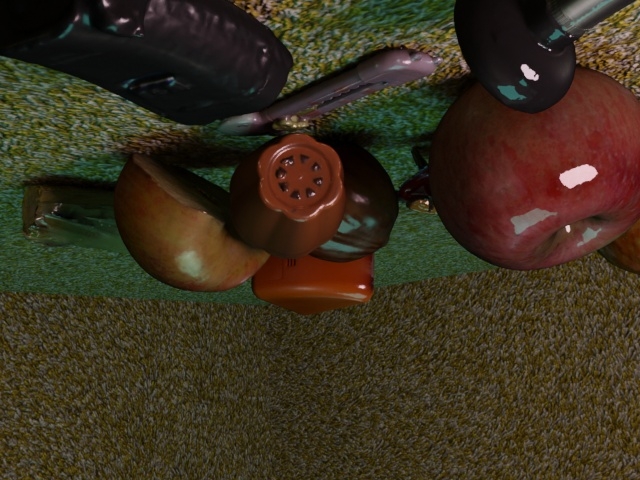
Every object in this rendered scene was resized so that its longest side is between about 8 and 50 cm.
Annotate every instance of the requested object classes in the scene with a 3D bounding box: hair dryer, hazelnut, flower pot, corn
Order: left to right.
[{"bbox_3d":[-0.422,-0.036,1.896,0.123,0.122,0.305,13,-176,43],"label":"corn"},{"bbox_3d":[-0.039,-0.076,1.527,0.190,0.191,0.173,-3,171,-11],"label":"flower pot"},{"bbox_3d":[0.029,-0.070,1.729,0.210,0.186,0.210,-13,141,-11],"label":"hazelnut"},{"bbox_3d":[0.346,-0.236,1.023,0.320,0.156,0.284,-24,150,39],"label":"hair dryer"}]

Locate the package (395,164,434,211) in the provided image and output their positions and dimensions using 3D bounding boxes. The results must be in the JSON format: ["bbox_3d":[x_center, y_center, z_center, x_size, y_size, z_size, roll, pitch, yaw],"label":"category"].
[{"bbox_3d":[0.259,-0.124,1.726,0.269,0.071,0.194,-28,164,33],"label":"package"}]

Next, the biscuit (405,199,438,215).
[{"bbox_3d":[0.290,-0.065,2.068,0.238,0.041,0.212,18,-165,33],"label":"biscuit"}]

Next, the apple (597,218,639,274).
[{"bbox_3d":[0.541,-0.095,1.647,0.277,0.309,0.250,-34,127,-3],"label":"apple"}]

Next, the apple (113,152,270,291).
[{"bbox_3d":[-0.228,-0.012,1.695,0.251,0.163,0.293,38,-170,39],"label":"apple"}]

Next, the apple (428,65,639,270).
[{"bbox_3d":[0.310,-0.116,1.437,0.344,0.269,0.345,-17,156,-8],"label":"apple"}]

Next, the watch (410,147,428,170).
[{"bbox_3d":[0.286,-0.125,1.874,0.164,0.102,0.268,-16,158,22],"label":"watch"}]

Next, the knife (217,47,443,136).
[{"bbox_3d":[0.004,-0.194,1.421,0.132,0.038,0.398,-2,170,-40],"label":"knife"}]

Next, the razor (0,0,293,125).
[{"bbox_3d":[-0.180,-0.206,1.044,0.189,0.107,0.327,-9,169,29],"label":"razor"}]

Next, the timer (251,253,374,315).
[{"bbox_3d":[0.000,0.000,1.954,0.250,0.258,0.161,-10,162,41],"label":"timer"}]
